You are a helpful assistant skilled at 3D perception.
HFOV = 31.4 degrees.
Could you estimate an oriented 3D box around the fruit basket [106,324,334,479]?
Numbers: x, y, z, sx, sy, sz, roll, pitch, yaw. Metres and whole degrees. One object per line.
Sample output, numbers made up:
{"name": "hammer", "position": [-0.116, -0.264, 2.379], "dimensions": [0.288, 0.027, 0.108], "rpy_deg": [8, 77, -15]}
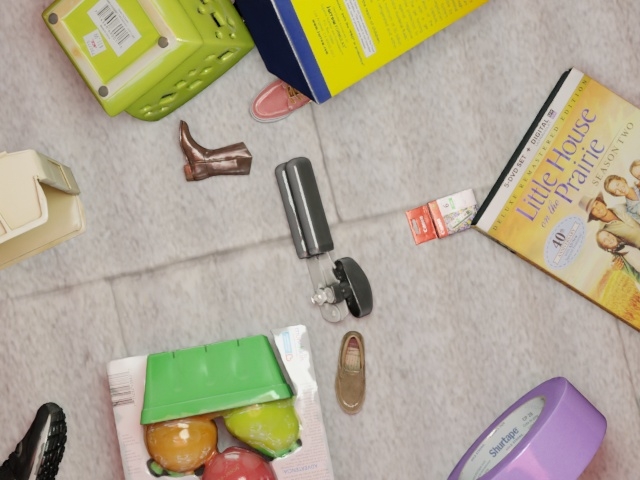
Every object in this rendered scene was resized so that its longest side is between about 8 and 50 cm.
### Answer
{"name": "fruit basket", "position": [-0.148, 0.332, 1.796], "dimensions": [0.327, 0.165, 0.353], "rpy_deg": [-11, 89, -1]}

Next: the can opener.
{"name": "can opener", "position": [0.000, 0.000, 1.861], "dimensions": [0.093, 0.074, 0.280], "rpy_deg": [-20, 91, -35]}

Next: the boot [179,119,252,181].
{"name": "boot", "position": [-0.171, -0.153, 1.869], "dimensions": [0.114, 0.037, 0.106], "rpy_deg": [-9, 102, 3]}

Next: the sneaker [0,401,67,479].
{"name": "sneaker", "position": [-0.500, 0.389, 1.828], "dimensions": [0.124, 0.107, 0.283], "rpy_deg": [16, 89, 6]}

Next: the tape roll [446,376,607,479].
{"name": "tape roll", "position": [0.308, 0.336, 1.746], "dimensions": [0.090, 0.275, 0.275], "rpy_deg": [44, 89, 0]}

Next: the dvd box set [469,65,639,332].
{"name": "dvd box set", "position": [0.498, -0.043, 1.847], "dimensions": [0.420, 0.062, 0.308], "rpy_deg": [33, 88, -4]}

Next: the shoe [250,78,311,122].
{"name": "shoe", "position": [-0.036, -0.250, 1.849], "dimensions": [0.178, 0.081, 0.063], "rpy_deg": [-27, 89, -1]}

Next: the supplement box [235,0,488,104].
{"name": "supplement box", "position": [0.067, -0.399, 1.736], "dimensions": [0.356, 0.194, 0.195], "rpy_deg": [-33, 124, -11]}

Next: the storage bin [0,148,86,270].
{"name": "storage bin", "position": [-0.511, -0.028, 1.754], "dimensions": [0.260, 0.262, 0.123], "rpy_deg": [-25, 87, -1]}

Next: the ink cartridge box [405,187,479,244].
{"name": "ink cartridge box", "position": [0.203, -0.039, 1.873], "dimensions": [0.115, 0.029, 0.063], "rpy_deg": [-19, 90, -2]}

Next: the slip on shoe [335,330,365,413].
{"name": "slip on shoe", "position": [0.052, 0.216, 1.862], "dimensions": [0.051, 0.041, 0.135], "rpy_deg": [6, 89, 0]}

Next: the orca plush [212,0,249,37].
{"name": "orca plush", "position": [-0.083, -0.407, 1.841], "dimensions": [0.287, 0.102, 0.151], "rpy_deg": [-15, 89, 0]}

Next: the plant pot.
{"name": "plant pot", "position": [-0.275, -0.327, 1.757], "dimensions": [0.227, 0.207, 0.228], "rpy_deg": [-34, 88, 20]}
